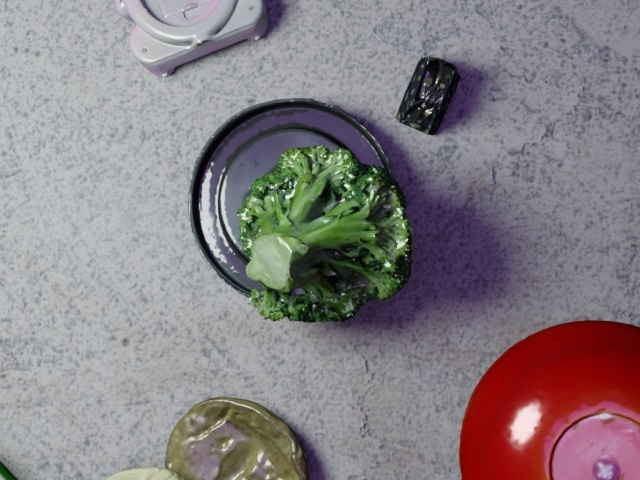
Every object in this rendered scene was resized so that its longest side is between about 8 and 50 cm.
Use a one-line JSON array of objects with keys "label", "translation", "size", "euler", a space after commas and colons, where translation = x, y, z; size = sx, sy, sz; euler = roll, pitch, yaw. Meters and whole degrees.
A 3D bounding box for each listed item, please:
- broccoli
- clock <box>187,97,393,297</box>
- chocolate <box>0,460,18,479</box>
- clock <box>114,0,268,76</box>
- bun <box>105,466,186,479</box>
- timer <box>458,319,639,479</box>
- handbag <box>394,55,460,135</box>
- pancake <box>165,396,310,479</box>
[{"label": "broccoli", "translation": [0.000, 0.000, 1.350], "size": [0.269, 0.241, 0.262], "euler": [14, 107, 34]}, {"label": "clock", "translation": [-0.043, -0.059, 1.497], "size": [0.324, 0.067, 0.325], "euler": [0, 85, 5]}, {"label": "chocolate", "translation": [-0.524, 0.537, 1.409], "size": [0.360, 0.161, 0.341], "euler": [45, 103, 7]}, {"label": "clock", "translation": [-0.219, -0.410, 1.534], "size": [0.227, 0.090, 0.248], "euler": [-21, 82, 2]}, {"label": "bun", "translation": [-0.272, 0.424, 1.439], "size": [0.188, 0.111, 0.164], "euler": [-24, 87, 15]}, {"label": "timer", "translation": [0.382, 0.299, 1.327], "size": [0.377, 0.279, 0.378], "euler": [-1, 85, 7]}, {"label": "handbag", "translation": [0.172, -0.229, 1.459], "size": [0.072, 0.139, 0.115], "euler": [24, 86, -2]}, {"label": "pancake", "translation": [-0.129, 0.359, 1.478], "size": [0.241, 0.050, 0.242], "euler": [-1, 88, 16]}]
